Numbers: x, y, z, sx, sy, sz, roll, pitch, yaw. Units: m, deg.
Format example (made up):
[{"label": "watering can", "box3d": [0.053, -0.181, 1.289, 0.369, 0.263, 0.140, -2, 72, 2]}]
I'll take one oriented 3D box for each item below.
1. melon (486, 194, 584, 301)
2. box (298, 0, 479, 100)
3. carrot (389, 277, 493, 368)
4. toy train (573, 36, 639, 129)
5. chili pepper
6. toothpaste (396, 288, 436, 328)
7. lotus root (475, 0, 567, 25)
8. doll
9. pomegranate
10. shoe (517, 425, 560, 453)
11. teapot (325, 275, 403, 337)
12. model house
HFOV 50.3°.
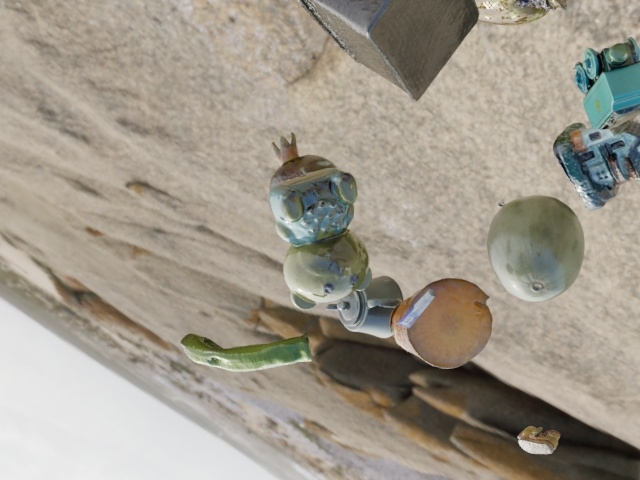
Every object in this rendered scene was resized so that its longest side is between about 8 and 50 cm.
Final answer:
[{"label": "melon", "box3d": [0.570, 0.018, 1.812, 0.272, 0.308, 0.272, 16, 160, 6]}, {"label": "box", "box3d": [0.112, -0.354, 1.033, 0.143, 0.184, 0.273, 40, -173, 23]}, {"label": "carrot", "box3d": [0.248, 0.176, 1.525, 0.196, 0.196, 0.254, 37, 171, -6]}, {"label": "toy train", "box3d": [0.587, -0.313, 1.372, 0.198, 0.107, 0.154, 51, -156, -78]}, {"label": "chili pepper", "box3d": [-0.105, 0.154, 0.939, 0.202, 0.050, 0.052, -3, 179, 20]}, {"label": "toothpaste", "box3d": [0.148, 0.106, 1.048, 0.024, 0.015, 0.083, 20, 126, -19]}, {"label": "lotus root", "box3d": [0.373, -0.533, 1.417, 0.314, 0.141, 0.169, 18, 162, 40]}, {"label": "doll", "box3d": [0.000, 0.000, 1.341, 0.161, 0.177, 0.260, -153, 45, -66]}, {"label": "pomegranate", "box3d": [-0.036, -0.154, 1.754, 0.198, 0.245, 0.198, 1, 167, 0]}, {"label": "shoe", "box3d": [0.577, 0.527, 1.792, 0.072, 0.069, 0.109, 52, 150, 2]}, {"label": "teapot", "box3d": [0.112, 0.165, 1.741, 0.149, 0.162, 0.239, 6, 170, -31]}, {"label": "model house", "box3d": [0.863, -0.254, 1.964, 0.291, 0.184, 0.253, -24, 101, 36]}]
